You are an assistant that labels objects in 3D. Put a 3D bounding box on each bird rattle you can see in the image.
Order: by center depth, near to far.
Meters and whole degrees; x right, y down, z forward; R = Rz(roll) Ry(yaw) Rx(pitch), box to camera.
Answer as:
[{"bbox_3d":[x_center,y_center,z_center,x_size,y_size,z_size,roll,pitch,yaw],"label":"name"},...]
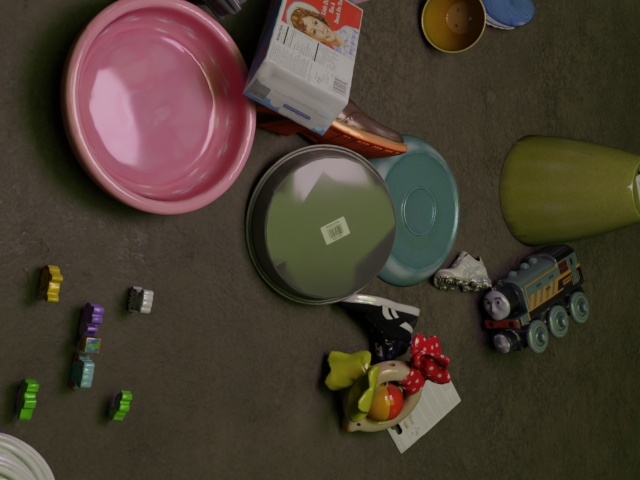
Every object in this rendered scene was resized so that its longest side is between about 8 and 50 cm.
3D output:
[{"bbox_3d":[0.128,0.280,1.600,0.253,0.143,0.207,-9,128,-31],"label":"bird rattle"}]

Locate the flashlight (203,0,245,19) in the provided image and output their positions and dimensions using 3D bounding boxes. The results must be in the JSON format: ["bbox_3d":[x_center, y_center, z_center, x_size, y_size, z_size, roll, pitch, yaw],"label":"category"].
[{"bbox_3d":[-0.209,-0.479,1.233,0.103,0.103,0.304,-37,114,6],"label":"flashlight"}]

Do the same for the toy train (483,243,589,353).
[{"bbox_3d":[0.503,0.138,1.939,0.333,0.142,0.190,-24,100,-38],"label":"toy train"}]

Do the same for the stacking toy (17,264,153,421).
[{"bbox_3d":[-0.351,0.158,1.229,0.166,0.052,0.221,14,84,-40],"label":"stacking toy"}]

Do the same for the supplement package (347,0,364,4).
[{"bbox_3d":[0.090,-0.570,1.493,0.262,0.198,0.199,-44,120,-31],"label":"supplement package"}]

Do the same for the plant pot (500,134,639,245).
[{"bbox_3d":[0.618,-0.118,1.922,0.274,0.293,0.275,-2,93,-41],"label":"plant pot"}]

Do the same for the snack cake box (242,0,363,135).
[{"bbox_3d":[-0.024,-0.319,1.381,0.152,0.089,0.264,25,47,-17],"label":"snack cake box"}]

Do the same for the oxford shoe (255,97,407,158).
[{"bbox_3d":[0.028,-0.239,1.503,0.363,0.130,0.133,16,75,-41],"label":"oxford shoe"}]

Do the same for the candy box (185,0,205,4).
[{"bbox_3d":[-0.236,-0.432,1.305,0.186,0.053,0.109,-12,100,-40],"label":"candy box"}]

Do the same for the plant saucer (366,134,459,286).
[{"bbox_3d":[0.192,-0.061,1.711,0.317,0.043,0.318,-2,92,-41],"label":"plant saucer"}]

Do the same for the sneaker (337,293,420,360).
[{"bbox_3d":[0.112,0.174,1.622,0.216,0.079,0.121,16,82,-41],"label":"sneaker"}]

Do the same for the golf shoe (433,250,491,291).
[{"bbox_3d":[0.303,0.065,1.812,0.176,0.069,0.086,9,69,-47],"label":"golf shoe"}]

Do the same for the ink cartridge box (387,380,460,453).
[{"bbox_3d":[0.200,0.339,1.747,0.179,0.045,0.145,-36,117,-15],"label":"ink cartridge box"}]

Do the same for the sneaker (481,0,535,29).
[{"bbox_3d":[0.381,-0.583,1.789,0.330,0.147,0.130,37,68,-37],"label":"sneaker"}]

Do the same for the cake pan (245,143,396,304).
[{"bbox_3d":[0.013,-0.024,1.478,0.293,0.054,0.293,-3,99,-22],"label":"cake pan"}]

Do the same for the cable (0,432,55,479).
[{"bbox_3d":[-0.474,0.380,1.099,0.257,0.089,0.257,38,66,-35],"label":"cable"}]

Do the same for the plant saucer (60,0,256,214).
[{"bbox_3d":[-0.252,-0.206,1.278,0.332,0.084,0.332,-3,95,-42],"label":"plant saucer"}]

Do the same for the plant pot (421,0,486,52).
[{"bbox_3d":[0.288,-0.467,1.737,0.095,0.134,0.134,-39,120,-63],"label":"plant pot"}]
